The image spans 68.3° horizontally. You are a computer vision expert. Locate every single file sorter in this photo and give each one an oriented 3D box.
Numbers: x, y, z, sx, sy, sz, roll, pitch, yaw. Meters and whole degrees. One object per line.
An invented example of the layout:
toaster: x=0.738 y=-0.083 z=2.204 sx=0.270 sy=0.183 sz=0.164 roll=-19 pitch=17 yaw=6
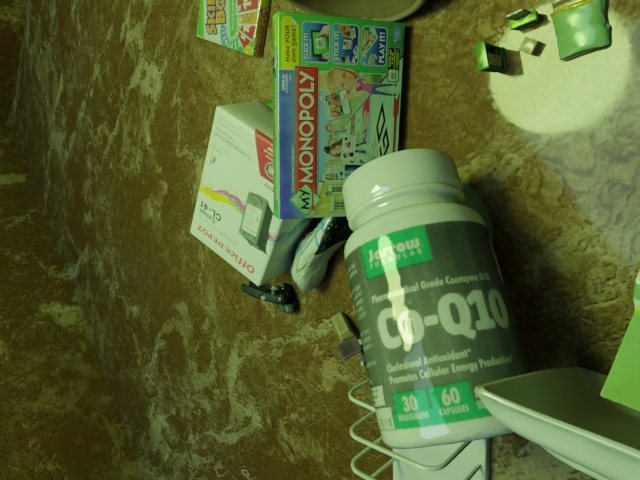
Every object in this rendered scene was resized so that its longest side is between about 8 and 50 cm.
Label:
file sorter: x=0.161 y=0.378 z=0.805 sx=0.193 sy=0.173 sz=0.278 roll=7 pitch=104 yaw=44

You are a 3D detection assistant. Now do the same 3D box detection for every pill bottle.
pill bottle: x=0.145 y=0.074 z=0.644 sx=0.204 sy=0.204 sz=0.361 roll=-32 pitch=62 yaw=45

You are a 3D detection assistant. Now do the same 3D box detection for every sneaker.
sneaker: x=0.000 y=0.000 z=0.952 sx=0.086 sy=0.085 sz=0.237 roll=55 pitch=129 yaw=32

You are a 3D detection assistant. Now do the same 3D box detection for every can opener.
can opener: x=-0.132 y=0.127 z=1.130 sx=0.186 sy=0.059 sz=0.073 roll=11 pitch=107 yaw=43

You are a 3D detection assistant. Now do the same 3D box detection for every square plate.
square plate: x=0.368 y=0.205 z=0.433 sx=0.347 sy=0.344 sz=0.049 roll=16 pitch=92 yaw=43

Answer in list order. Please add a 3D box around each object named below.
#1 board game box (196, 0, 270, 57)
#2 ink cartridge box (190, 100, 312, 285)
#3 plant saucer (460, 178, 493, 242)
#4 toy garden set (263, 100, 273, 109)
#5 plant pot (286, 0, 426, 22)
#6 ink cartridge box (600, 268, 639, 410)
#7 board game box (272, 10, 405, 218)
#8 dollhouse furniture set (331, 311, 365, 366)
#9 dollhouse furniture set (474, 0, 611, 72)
board game box: x=-0.213 y=-0.515 z=1.090 sx=0.259 sy=0.039 sz=0.124 roll=35 pitch=121 yaw=39
ink cartridge box: x=-0.127 y=-0.095 z=0.969 sx=0.226 sy=0.131 sz=0.306 roll=35 pitch=124 yaw=20
plant saucer: x=0.188 y=-0.013 z=0.788 sx=0.195 sy=0.037 sz=0.195 roll=12 pitch=107 yaw=43
toy garden set: x=-0.097 y=-0.180 z=1.031 sx=0.203 sy=0.049 sz=0.244 roll=10 pitch=106 yaw=44
plant pot: x=0.051 y=-0.489 z=0.697 sx=0.263 sy=0.263 sz=0.229 roll=10 pitch=88 yaw=44
ink cartridge box: x=0.401 y=0.077 z=0.458 sx=0.171 sy=0.235 sz=0.056 roll=15 pitch=141 yaw=42
board game box: x=0.028 y=-0.198 z=0.787 sx=0.046 sy=0.213 sz=0.317 roll=-145 pitch=53 yaw=-67
dollhouse furniture set: x=0.079 y=0.197 z=0.967 sx=0.081 sy=0.091 sz=0.114 roll=61 pitch=-179 yaw=-44
dollhouse furniture set: x=0.285 y=-0.268 z=0.615 sx=0.151 sy=0.058 sz=0.076 roll=-8 pitch=94 yaw=46
